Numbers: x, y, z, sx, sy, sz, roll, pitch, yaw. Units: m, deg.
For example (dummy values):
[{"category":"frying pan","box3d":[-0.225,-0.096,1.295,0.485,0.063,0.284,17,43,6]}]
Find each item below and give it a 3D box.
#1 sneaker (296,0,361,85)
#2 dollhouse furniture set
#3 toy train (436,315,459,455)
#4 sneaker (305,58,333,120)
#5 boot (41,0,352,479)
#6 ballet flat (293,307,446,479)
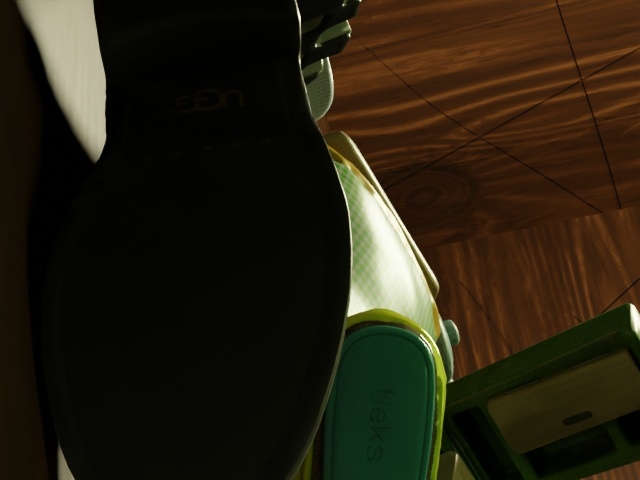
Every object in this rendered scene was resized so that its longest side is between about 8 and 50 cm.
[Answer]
[{"category":"sneaker","box3d":[-0.029,-0.197,0.881,0.146,0.122,0.330,65,-25,9]},{"category":"dollhouse furniture set","box3d":[0.093,0.070,0.909,0.301,0.151,0.197,57,24,-20]},{"category":"toy train","box3d":[0.052,0.126,1.383,0.190,0.142,0.334,-113,-173,-51]},{"category":"sneaker","box3d":[-0.053,-0.220,1.263,0.091,0.094,0.258,-137,-145,-63]},{"category":"boot","box3d":[-0.034,0.029,0.574,0.229,0.091,0.263,88,1,-55]},{"category":"ballet flat","box3d":[0.009,0.143,0.640,0.077,0.077,0.231,156,-56,-76]}]
